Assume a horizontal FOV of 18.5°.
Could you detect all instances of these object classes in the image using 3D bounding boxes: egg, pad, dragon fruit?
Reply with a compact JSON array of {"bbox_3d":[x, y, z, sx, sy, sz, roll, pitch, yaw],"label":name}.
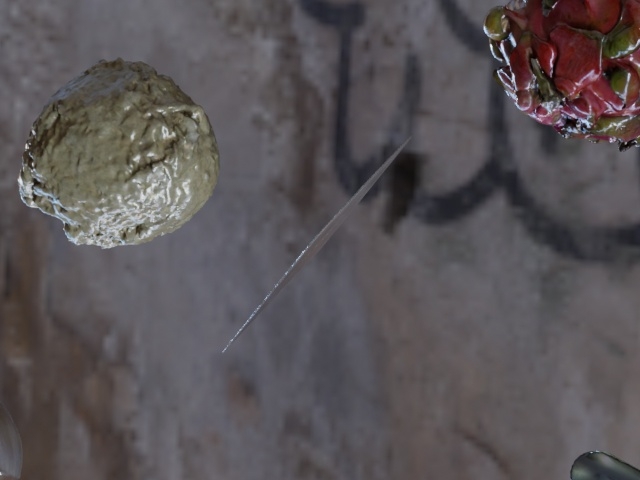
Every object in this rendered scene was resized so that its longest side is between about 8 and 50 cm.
[{"bbox_3d":[-0.130,-0.056,1.281,0.140,0.118,0.116,4,153,33],"label":"egg"},{"bbox_3d":[0.000,0.000,1.795,0.002,0.176,0.266,40,-148,2],"label":"pad"},{"bbox_3d":[0.315,-0.232,2.119,0.291,0.250,0.269,-12,-122,-16],"label":"dragon fruit"}]

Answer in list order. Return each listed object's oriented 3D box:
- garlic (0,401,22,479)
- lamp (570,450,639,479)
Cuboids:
[{"bbox_3d":[-0.433,0.257,2.175,0.160,0.191,0.214,13,141,-37],"label":"garlic"},{"bbox_3d":[0.286,0.374,2.067,0.203,0.283,0.124,38,-153,9],"label":"lamp"}]
